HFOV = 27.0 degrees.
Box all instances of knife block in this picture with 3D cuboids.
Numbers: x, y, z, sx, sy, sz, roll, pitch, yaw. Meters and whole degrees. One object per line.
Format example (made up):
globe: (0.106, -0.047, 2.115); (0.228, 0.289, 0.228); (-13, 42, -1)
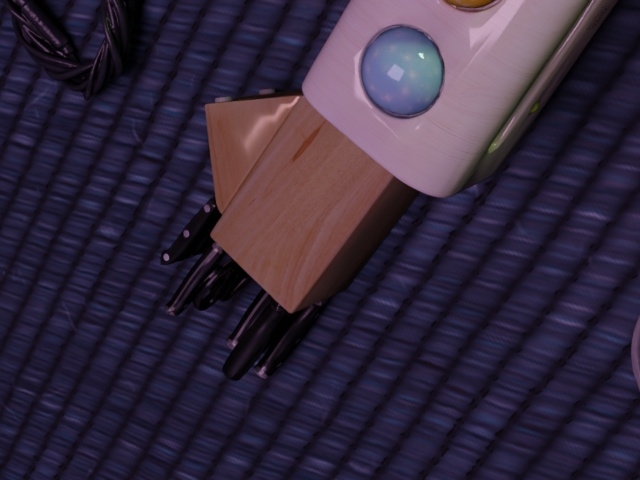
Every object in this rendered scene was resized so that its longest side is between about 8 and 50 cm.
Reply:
knife block: (0.000, 0.000, 1.045); (0.276, 0.088, 0.242); (-2, 101, 31)

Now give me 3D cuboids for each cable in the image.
cable: (-0.221, -0.212, 1.153); (0.151, 0.047, 0.184); (5, 104, 31)

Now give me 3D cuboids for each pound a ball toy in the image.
pound a ball toy: (0.148, -0.163, 0.788); (0.208, 0.136, 0.319); (42, 119, 16)

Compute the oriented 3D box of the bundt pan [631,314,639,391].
bundt pan: (0.366, 0.070, 0.806); (0.331, 0.124, 0.330); (12, 111, 33)
